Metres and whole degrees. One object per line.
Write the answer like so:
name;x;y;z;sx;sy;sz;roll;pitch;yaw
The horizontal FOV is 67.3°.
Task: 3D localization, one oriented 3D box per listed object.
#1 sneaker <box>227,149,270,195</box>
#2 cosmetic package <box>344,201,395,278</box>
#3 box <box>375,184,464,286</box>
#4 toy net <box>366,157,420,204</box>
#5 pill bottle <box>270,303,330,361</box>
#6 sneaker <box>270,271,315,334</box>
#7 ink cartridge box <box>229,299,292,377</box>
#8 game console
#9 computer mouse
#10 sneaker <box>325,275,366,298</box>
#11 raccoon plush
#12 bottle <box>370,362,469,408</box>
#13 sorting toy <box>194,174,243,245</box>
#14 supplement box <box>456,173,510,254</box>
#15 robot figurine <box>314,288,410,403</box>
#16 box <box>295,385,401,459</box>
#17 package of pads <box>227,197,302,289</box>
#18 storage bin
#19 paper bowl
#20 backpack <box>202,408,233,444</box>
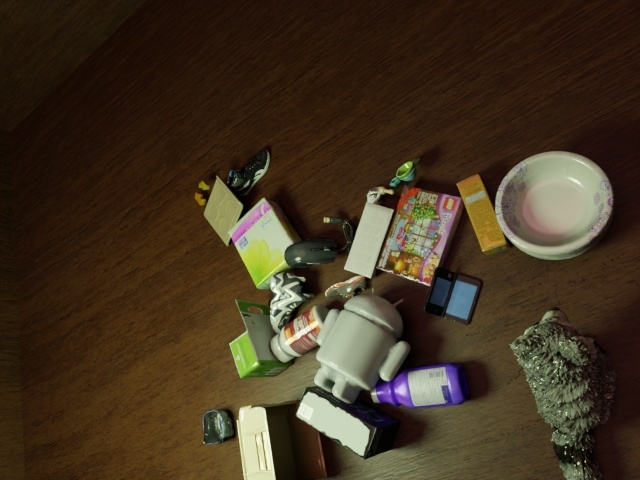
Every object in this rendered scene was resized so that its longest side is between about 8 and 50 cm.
sneaker;-0.298;-0.289;1.960;0.079;0.121;0.216;37;98;32
cosmetic package;0.168;0.000;1.609;0.099;0.060;0.238;19;90;22
box;0.319;-0.016;1.543;0.201;0.057;0.293;18;88;34
toy net;0.234;-0.202;1.629;0.232;0.045;0.122;-32;30;35
pill bottle;-0.059;0.323;1.655;0.221;0.121;0.121;-36;61;19
sneaker;-0.093;0.229;1.715;0.153;0.094;0.234;1;92;17
ink cartridge box;-0.232;0.351;1.717;0.097;0.189;0.255;-39;59;20
game console;0.393;0.165;1.438;0.085;0.124;0.143;13;84;60
computer mouse;0.000;0.000;1.680;0.262;0.060;0.183;-2;73;4
sneaker;0.087;0.174;1.641;0.158;0.061;0.064;-26;72;25
raccoon plush;0.599;0.383;1.122;0.216;0.299;0.445;-25;66;24
bottle;0.288;0.437;1.426;0.283;0.092;0.118;-17;71;28
sorting toy;-0.427;-0.154;2.018;0.307;0.041;0.229;47;128;31
supplement box;0.489;-0.076;1.442;0.080;0.078;0.233;-26;65;24
robot figurine;0.122;0.313;1.473;0.300;0.199;0.353;23;74;34
box;0.085;0.545;1.471;0.261;0.184;0.103;19;86;34
package of pads;-0.199;0.007;1.835;0.229;0.101;0.296;-41;63;17
storage bin;-0.121;0.647;1.528;0.123;0.262;0.260;-23;67;28
paper bowl;0.637;-0.088;1.310;0.285;0.148;0.283;-9;72;30
backpack;-0.382;0.688;1.785;0.105;0.084;0.114;-18;74;27
